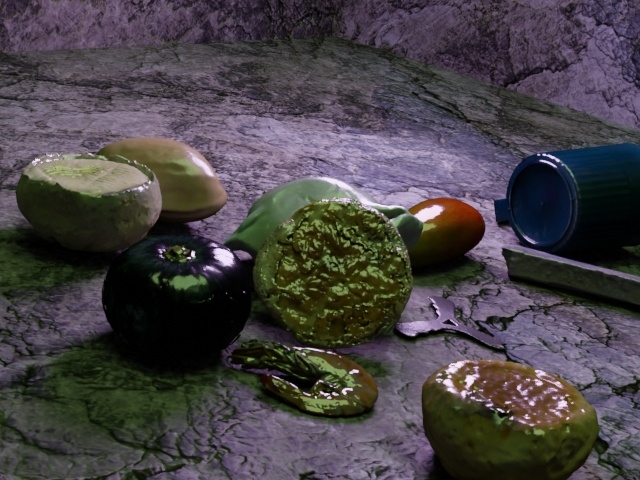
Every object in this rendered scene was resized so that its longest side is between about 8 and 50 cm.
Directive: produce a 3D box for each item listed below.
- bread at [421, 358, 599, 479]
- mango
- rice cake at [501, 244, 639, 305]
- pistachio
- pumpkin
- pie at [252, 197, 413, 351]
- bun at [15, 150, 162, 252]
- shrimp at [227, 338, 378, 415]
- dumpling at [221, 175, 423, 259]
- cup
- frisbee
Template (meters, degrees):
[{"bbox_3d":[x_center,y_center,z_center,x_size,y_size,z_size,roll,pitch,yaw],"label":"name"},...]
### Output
[{"bbox_3d":[0.252,0.259,1.412,0.245,0.134,0.244,6,22,-3],"label":"bread"},{"bbox_3d":[0.225,-0.011,2.116,0.146,0.129,0.289,26,34,31],"label":"mango"},{"bbox_3d":[0.559,0.083,2.113,0.399,0.064,0.070,15,12,11],"label":"rice cake"},{"bbox_3d":[-0.322,-0.115,2.068,0.293,0.162,0.181,15,45,11],"label":"pistachio"},{"bbox_3d":[-0.217,0.085,1.594,0.233,0.163,0.233,7,21,-3],"label":"pumpkin"},{"bbox_3d":[0.022,0.052,1.731,0.274,0.055,0.274,2,66,-4],"label":"pie"},{"bbox_3d":[-0.416,-0.063,1.894,0.259,0.152,0.259,6,18,-2],"label":"bun"},{"bbox_3d":[-0.030,0.207,1.548,0.236,0.053,0.133,17,41,6],"label":"shrimp"},{"bbox_3d":[0.008,-0.016,1.903,0.321,0.211,0.270,25,20,8],"label":"dumpling"},{"bbox_3d":[0.579,-0.105,2.367,0.292,0.242,0.308,-8,30,-35],"label":"cup"},{"bbox_3d":[0.239,0.157,1.839,0.187,0.012,0.211,22,23,26],"label":"frisbee"}]
